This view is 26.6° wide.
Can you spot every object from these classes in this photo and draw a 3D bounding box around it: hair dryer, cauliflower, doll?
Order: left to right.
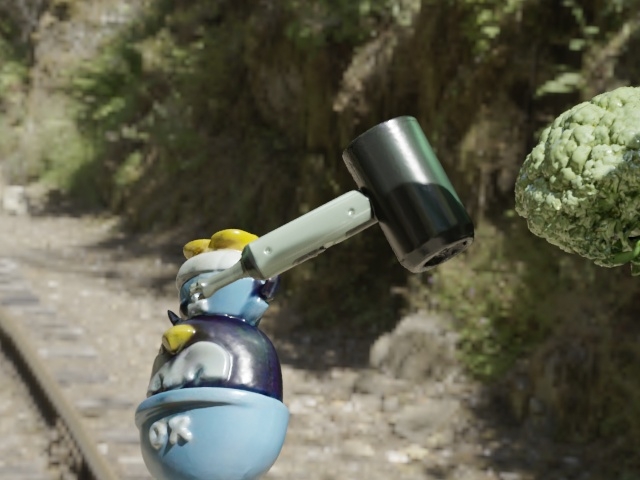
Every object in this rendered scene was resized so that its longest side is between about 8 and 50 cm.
[{"bbox_3d":[-0.114,0.144,1.423,0.177,0.314,0.141,-20,-32,37],"label":"doll"},{"bbox_3d":[0.000,0.000,0.935,0.198,0.100,0.057,-26,-16,4],"label":"hair dryer"},{"bbox_3d":[0.381,-0.060,1.653,0.275,0.250,0.272,-33,6,-6],"label":"cauliflower"}]
